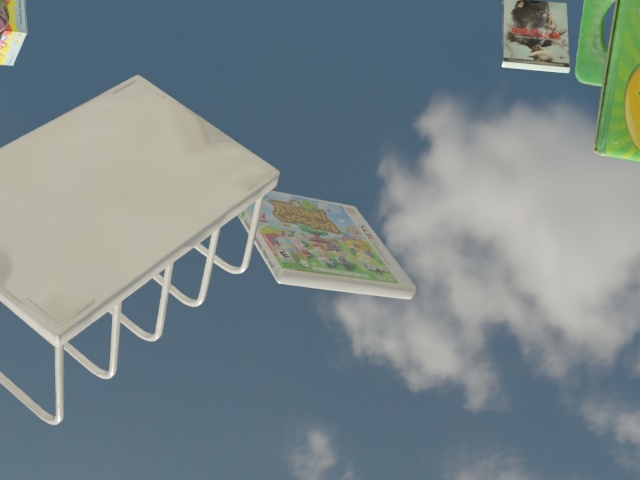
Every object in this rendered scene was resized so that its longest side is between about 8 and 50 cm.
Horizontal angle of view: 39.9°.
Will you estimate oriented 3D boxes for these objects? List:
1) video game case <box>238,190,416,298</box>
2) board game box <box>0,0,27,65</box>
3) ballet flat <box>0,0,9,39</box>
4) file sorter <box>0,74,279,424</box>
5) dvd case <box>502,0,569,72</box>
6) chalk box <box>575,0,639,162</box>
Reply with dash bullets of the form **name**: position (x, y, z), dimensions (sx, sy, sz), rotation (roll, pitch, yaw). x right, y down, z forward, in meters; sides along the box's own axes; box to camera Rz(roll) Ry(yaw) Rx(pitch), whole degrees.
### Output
- **video game case**: position (0.000, 0.000, 1.159), dimensions (0.213, 0.023, 0.193), rotation (9, -149, -35)
- **board game box**: position (-0.547, -0.327, 1.175), dimensions (0.276, 0.144, 0.142), rotation (-3, -97, -27)
- **ballet flat**: position (-0.261, -0.190, 0.522), dimensions (0.221, 0.079, 0.077), rotation (37, -141, 30)
- **file sorter**: position (-0.211, 0.005, 0.853), dimensions (0.193, 0.173, 0.278), rotation (36, -130, 17)
- **dvd case**: position (0.284, -0.272, 1.166), dimensions (0.087, 0.013, 0.119), rotation (7, -121, 3)
- **chalk box**: position (0.302, -0.137, 0.587), dimensions (0.289, 0.180, 0.179), rotation (14, -162, 37)
